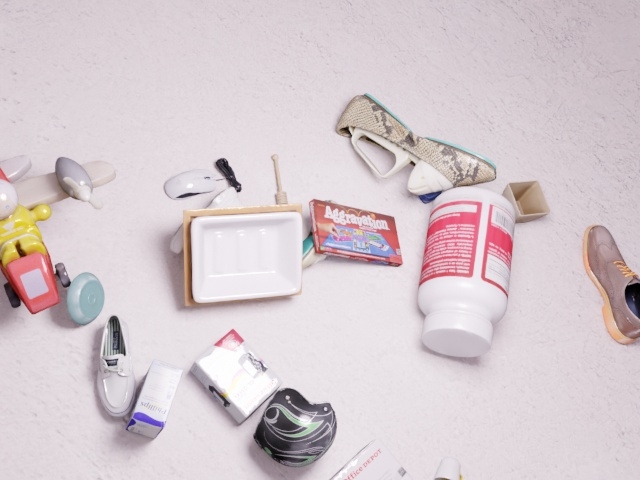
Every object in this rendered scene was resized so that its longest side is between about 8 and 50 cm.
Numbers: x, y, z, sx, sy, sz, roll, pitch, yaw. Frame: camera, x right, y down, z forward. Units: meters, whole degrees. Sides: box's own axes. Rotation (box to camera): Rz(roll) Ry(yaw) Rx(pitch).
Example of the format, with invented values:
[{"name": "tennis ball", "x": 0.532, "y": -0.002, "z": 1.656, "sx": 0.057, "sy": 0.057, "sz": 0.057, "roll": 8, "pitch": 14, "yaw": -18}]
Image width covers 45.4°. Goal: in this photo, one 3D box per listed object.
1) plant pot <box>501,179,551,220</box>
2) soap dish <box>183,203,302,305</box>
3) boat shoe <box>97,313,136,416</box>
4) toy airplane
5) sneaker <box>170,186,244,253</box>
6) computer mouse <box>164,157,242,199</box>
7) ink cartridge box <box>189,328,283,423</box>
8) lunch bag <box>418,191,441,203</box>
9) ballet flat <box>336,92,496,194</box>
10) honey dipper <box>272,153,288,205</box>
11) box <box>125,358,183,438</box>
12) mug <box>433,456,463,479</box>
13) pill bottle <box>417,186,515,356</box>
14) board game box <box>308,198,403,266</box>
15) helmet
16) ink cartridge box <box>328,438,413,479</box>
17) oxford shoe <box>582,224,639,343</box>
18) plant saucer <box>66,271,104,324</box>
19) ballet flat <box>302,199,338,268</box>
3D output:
[{"name": "plant pot", "x": 0.584, "y": -0.103, "z": 2.230, "sx": 0.109, "sy": 0.096, "sz": 0.109, "roll": -6, "pitch": 68, "yaw": -22}, {"name": "soap dish", "x": -0.188, "y": 0.027, "z": 1.833, "sx": 0.291, "sy": 0.118, "sz": 0.229, "roll": -4, "pitch": 103, "yaw": -21}, {"name": "boat shoe", "x": -0.456, "y": 0.271, "z": 1.682, "sx": 0.083, "sy": 0.076, "sz": 0.226, "roll": -10, "pitch": 64, "yaw": -8}, {"name": "toy airplane", "x": -0.686, "y": -0.070, "z": 1.658, "sx": 0.384, "sy": 0.272, "sz": 0.386, "roll": 20, "pitch": 65, "yaw": -1}, {"name": "sneaker", "x": -0.267, "y": -0.031, "z": 1.901, "sx": 0.232, "sy": 0.090, "sz": 0.115, "roll": -42, "pitch": 94, "yaw": -26}, {"name": "computer mouse", "x": -0.304, "y": -0.152, "z": 1.971, "sx": 0.193, "sy": 0.042, "sz": 0.106, "roll": -17, "pitch": 73, "yaw": -26}, {"name": "ink cartridge box", "x": -0.192, "y": 0.312, "z": 1.764, "sx": 0.175, "sy": 0.072, "sz": 0.127, "roll": 45, "pitch": 59, "yaw": 6}, {"name": "lunch bag", "x": 0.298, "y": -0.158, "z": 2.175, "sx": 0.067, "sy": 0.065, "sz": 0.098, "roll": -28, "pitch": 77, "yaw": -13}, {"name": "ballet flat", "x": 0.240, "y": -0.231, "z": 2.099, "sx": 0.483, "sy": 0.164, "sz": 0.182, "roll": 34, "pitch": 83, "yaw": 25}, {"name": "honey dipper", "x": -0.113, "y": -0.163, "z": 2.053, "sx": 0.030, "sy": 0.030, "sz": 0.160, "roll": -2, "pitch": 63, "yaw": -20}, {"name": "box", "x": -0.360, "y": 0.345, "z": 1.658, "sx": 0.072, "sy": 0.126, "sz": 0.137, "roll": 21, "pitch": 60, "yaw": -10}, {"name": "mug", "x": 0.308, "y": 0.559, "z": 1.838, "sx": 0.062, "sy": 0.078, "sz": 0.064, "roll": 6, "pitch": 48, "yaw": 20}, {"name": "pill bottle", "x": 0.376, "y": 0.083, "z": 1.988, "sx": 0.229, "sy": 0.229, "sz": 0.407, "roll": 19, "pitch": 60, "yaw": -10}, {"name": "board game box", "x": 0.096, "y": -0.018, "z": 2.003, "sx": 0.281, "sy": 0.027, "sz": 0.145, "roll": 10, "pitch": 60, "yaw": -37}, {"name": "helmet", "x": -0.048, "y": 0.422, "z": 1.711, "sx": 0.161, "sy": 0.169, "sz": 0.169, "roll": 26, "pitch": 58, "yaw": 13}, {"name": "ink cartridge box", "x": 0.133, "y": 0.586, "z": 1.732, "sx": 0.160, "sy": 0.092, "sz": 0.219, "roll": -34, "pitch": 79, "yaw": -30}, {"name": "oxford shoe", "x": 0.867, "y": 0.105, "z": 2.206, "sx": 0.130, "sy": 0.133, "sz": 0.363, "roll": -4, "pitch": 66, "yaw": -21}, {"name": "plant saucer", "x": -0.520, "y": 0.131, "z": 1.717, "sx": 0.021, "sy": 0.119, "sz": 0.119, "roll": 2, "pitch": 57, "yaw": 24}, {"name": "ballet flat", "x": 0.000, "y": 0.000, "z": 1.988, "sx": 0.086, "sy": 0.086, "sz": 0.248, "roll": 30, "pitch": 58, "yaw": -3}]
